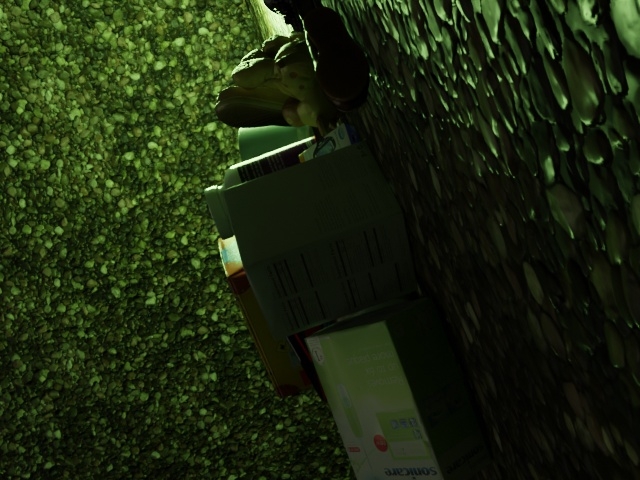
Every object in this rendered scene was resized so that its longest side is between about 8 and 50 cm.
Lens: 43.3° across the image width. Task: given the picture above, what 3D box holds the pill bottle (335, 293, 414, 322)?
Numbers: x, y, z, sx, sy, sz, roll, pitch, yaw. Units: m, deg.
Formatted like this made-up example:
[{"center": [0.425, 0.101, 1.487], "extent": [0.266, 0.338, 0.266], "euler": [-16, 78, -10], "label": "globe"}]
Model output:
[{"center": [0.078, 0.071, 1.560], "extent": [0.153, 0.153, 0.264], "euler": [73, 177, -52], "label": "pill bottle"}]

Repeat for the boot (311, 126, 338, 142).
[{"center": [-0.023, -0.114, 1.567], "extent": [0.090, 0.207, 0.248], "euler": [30, -149, -57], "label": "boot"}]

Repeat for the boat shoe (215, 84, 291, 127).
[{"center": [-0.099, -0.291, 1.618], "extent": [0.341, 0.122, 0.110], "euler": [-12, -89, -61], "label": "boat shoe"}]

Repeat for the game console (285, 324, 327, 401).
[{"center": [-0.071, 0.150, 1.926], "extent": [0.386, 0.060, 0.342], "euler": [-126, 18, -51], "label": "game console"}]

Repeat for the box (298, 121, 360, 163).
[{"center": [0.024, -0.155, 1.481], "extent": [0.028, 0.136, 0.081], "euler": [15, -128, -49], "label": "box"}]

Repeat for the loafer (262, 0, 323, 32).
[{"center": [-0.064, -0.417, 1.383], "extent": [0.302, 0.095, 0.109], "euler": [-113, 3, -54], "label": "loafer"}]

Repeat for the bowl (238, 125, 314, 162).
[{"center": [-0.062, -0.182, 2.046], "extent": [0.311, 0.163, 0.311], "euler": [-21, -90, -75], "label": "bowl"}]

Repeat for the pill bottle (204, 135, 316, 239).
[{"center": [-0.092, -0.114, 1.833], "extent": [0.181, 0.323, 0.181], "euler": [160, 90, -87], "label": "pill bottle"}]

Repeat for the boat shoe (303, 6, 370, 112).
[{"center": [0.027, -0.241, 1.119], "extent": [0.073, 0.073, 0.207], "euler": [70, -174, -48], "label": "boat shoe"}]

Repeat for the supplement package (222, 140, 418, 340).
[{"center": [0.000, 0.000, 1.371], "extent": [0.199, 0.263, 0.198], "euler": [-111, 3, -45], "label": "supplement package"}]

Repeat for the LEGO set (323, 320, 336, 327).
[{"center": [0.037, 0.132, 1.925], "extent": [0.331, 0.192, 0.255], "euler": [-100, 1, -57], "label": "LEGO set"}]

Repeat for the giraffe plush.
[{"center": [-0.030, -0.279, 1.456], "extent": [0.210, 0.181, 0.170], "euler": [5, 132, 50], "label": "giraffe plush"}]

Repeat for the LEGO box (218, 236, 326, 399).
[{"center": [-0.030, 0.174, 2.318], "extent": [0.193, 0.373, 0.500], "euler": [-112, 4, -53], "label": "LEGO box"}]

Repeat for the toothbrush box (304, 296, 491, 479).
[{"center": [0.122, 0.256, 1.313], "extent": [0.206, 0.122, 0.283], "euler": [-19, 93, 49], "label": "toothbrush box"}]
